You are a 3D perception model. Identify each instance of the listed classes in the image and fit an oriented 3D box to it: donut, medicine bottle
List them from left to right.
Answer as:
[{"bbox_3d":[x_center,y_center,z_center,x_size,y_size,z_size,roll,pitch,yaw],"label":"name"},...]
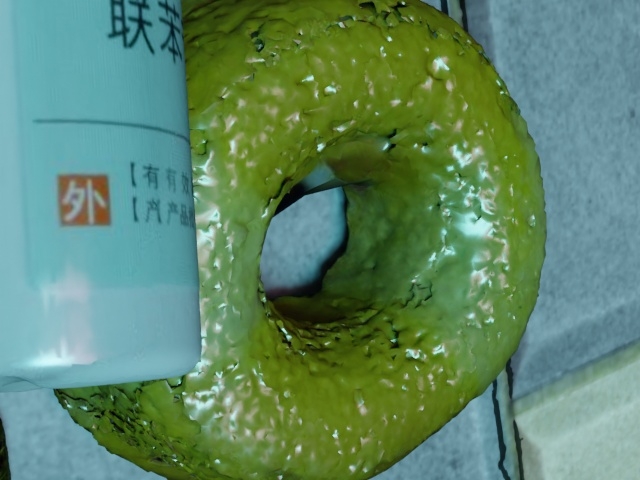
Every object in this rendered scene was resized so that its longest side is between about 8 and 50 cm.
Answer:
[{"bbox_3d":[-0.108,-0.123,0.418,0.110,0.110,0.352,-1,83,-31],"label":"medicine bottle"},{"bbox_3d":[0.000,0.000,0.546,0.272,0.107,0.272,-8,105,-32],"label":"donut"}]

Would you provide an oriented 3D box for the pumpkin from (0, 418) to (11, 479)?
[{"bbox_3d":[-0.162,0.101,0.518,0.050,0.028,0.083,-24,117,-26],"label":"pumpkin"}]
